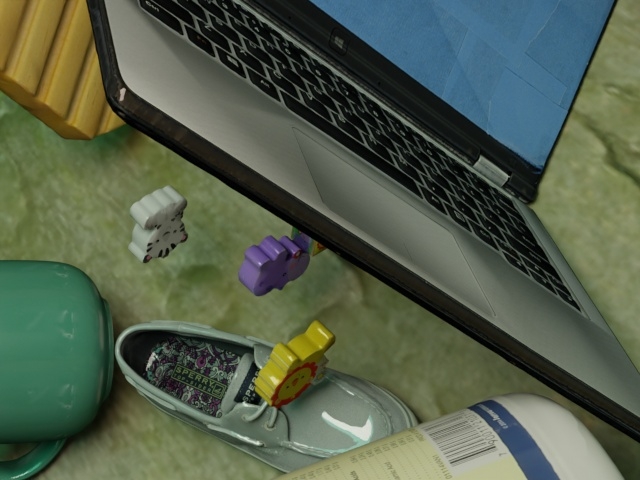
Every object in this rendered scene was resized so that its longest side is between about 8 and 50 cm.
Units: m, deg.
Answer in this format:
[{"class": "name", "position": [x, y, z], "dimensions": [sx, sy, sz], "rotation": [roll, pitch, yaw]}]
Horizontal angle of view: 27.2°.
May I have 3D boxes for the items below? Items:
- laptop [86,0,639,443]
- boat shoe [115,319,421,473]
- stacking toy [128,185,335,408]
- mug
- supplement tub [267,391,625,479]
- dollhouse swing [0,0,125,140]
[{"class": "laptop", "position": [0.081, -0.154, 0.746], "dimensions": [0.236, 0.382, 0.408], "rotation": [-48, 32, 18]}, {"class": "boat shoe", "position": [-0.043, 0.108, 0.894], "dimensions": [0.228, 0.081, 0.079], "rotation": [15, 75, 27]}, {"class": "stacking toy", "position": [0.000, 0.000, 0.902], "dimensions": [0.221, 0.052, 0.167], "rotation": [-30, 58, -30]}, {"class": "mug", "position": [-0.205, 0.086, 0.953], "dimensions": [0.097, 0.157, 0.129], "rotation": [0, 56, -19]}, {"class": "supplement tub", "position": [0.009, 0.236, 0.686], "dimensions": [0.325, 0.235, 0.235], "rotation": [-19, 62, -8]}, {"class": "dollhouse swing", "position": [-0.092, -0.272, 0.909], "dimensions": [0.315, 0.347, 0.304], "rotation": [-10, 64, 21]}]
